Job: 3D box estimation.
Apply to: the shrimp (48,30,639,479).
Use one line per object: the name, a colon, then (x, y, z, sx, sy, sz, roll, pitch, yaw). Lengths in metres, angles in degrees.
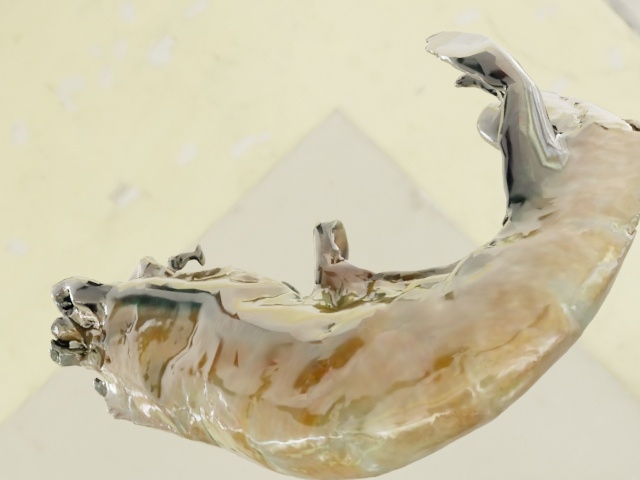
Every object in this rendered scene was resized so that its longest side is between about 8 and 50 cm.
shrimp: (0.000, 0.000, 0.429, 0.219, 0.046, 0.152, -2, 45, 50)
